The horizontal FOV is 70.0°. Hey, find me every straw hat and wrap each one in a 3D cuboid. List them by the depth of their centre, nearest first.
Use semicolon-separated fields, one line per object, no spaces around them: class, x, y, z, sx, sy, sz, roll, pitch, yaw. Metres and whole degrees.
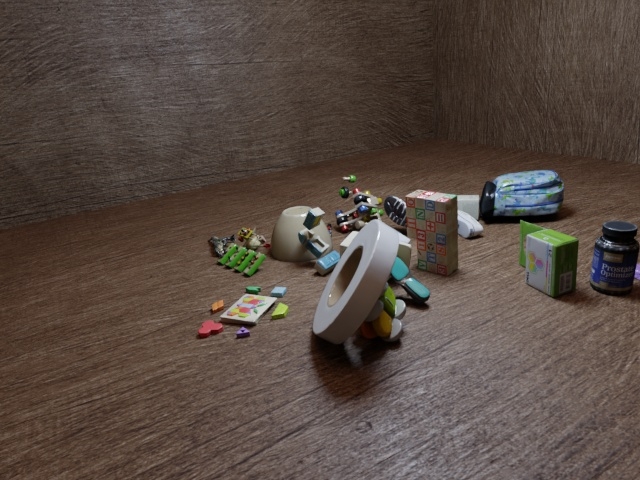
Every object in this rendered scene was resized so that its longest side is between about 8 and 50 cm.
straw hat;-0.316;0.011;2.139;0.061;0.144;0.144;33;22;-6

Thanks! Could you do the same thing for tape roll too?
tape roll;0.100;0.119;1.362;0.072;0.391;0.392;29;21;-7

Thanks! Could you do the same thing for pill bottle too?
pill bottle;0.952;0.054;1.478;0.123;0.219;0.122;-5;21;2

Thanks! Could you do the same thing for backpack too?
backpack;0.965;-0.215;2.183;0.356;0.273;0.290;14;19;15

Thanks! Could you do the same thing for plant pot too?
plant pot;-0.094;-0.045;2.059;0.285;0.190;0.284;-5;22;2

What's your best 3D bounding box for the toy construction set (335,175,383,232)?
toy construction set;0.238;-0.126;2.190;0.238;0.257;0.308;-3;38;-26

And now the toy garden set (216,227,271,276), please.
toy garden set;-0.324;0.035;1.976;0.244;0.049;0.203;16;60;43

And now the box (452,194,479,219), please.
box;0.645;-0.164;2.277;0.275;0.113;0.094;3;22;18

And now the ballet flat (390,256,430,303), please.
ballet flat;0.288;0.137;1.561;0.074;0.074;0.203;-23;60;-38

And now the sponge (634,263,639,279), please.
sponge;1.173;0.104;1.554;0.210;0.031;0.117;-10;22;-13

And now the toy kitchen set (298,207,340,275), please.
toy kitchen set;0.000;0.000;1.834;0.207;0.166;0.122;42;42;17

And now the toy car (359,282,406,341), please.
toy car;0.164;0.214;1.370;0.136;0.159;0.181;-22;32;36

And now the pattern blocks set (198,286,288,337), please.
pattern blocks set;-0.253;0.239;1.595;0.286;0.026;0.324;-2;21;9

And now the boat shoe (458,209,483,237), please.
boat shoe;0.653;-0.093;2.115;0.088;0.096;0.267;-7;22;-13

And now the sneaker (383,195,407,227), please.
sneaker;0.436;-0.113;2.159;0.281;0.106;0.163;44;33;23

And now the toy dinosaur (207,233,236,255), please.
toy dinosaur;-0.473;0.007;2.211;0.118;0.063;0.268;-20;21;-16

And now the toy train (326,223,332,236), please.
toy train;0.042;-0.050;2.243;0.027;0.036;0.158;-4;21;5

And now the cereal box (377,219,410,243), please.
cereal box;0.261;0.008;1.919;0.173;0.047;0.240;34;34;12

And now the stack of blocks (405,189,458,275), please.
stack of blocks;0.423;-0.031;1.732;0.087;0.296;0.171;-27;29;-38

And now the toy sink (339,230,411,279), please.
toy sink;0.198;0.081;1.680;0.234;0.152;0.131;15;32;23

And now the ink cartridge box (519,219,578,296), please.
ink cartridge box;0.746;0.055;1.579;0.097;0.188;0.255;-14;21;-16
